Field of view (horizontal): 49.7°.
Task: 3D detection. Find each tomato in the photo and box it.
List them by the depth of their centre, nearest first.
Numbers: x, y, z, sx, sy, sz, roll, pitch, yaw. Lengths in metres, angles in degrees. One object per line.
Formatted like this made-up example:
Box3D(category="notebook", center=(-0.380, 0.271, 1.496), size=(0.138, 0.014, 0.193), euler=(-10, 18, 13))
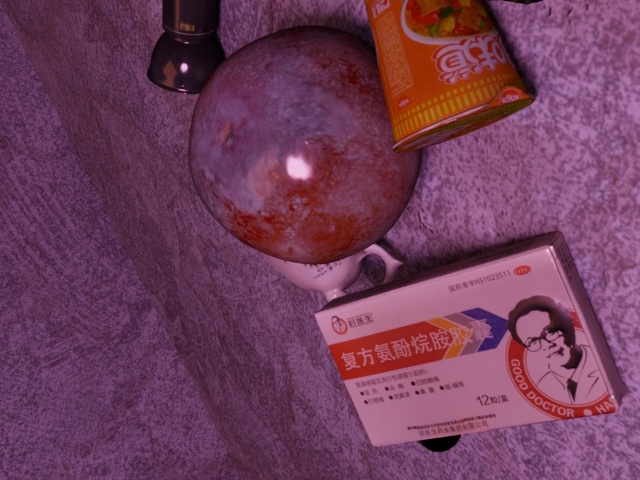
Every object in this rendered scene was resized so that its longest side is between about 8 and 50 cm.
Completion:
Box3D(category="tomato", center=(-0.019, -0.125, 0.926), size=(0.317, 0.283, 0.316), euler=(2, 93, 37))

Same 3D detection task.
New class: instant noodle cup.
Box3D(category="instant noodle cup", center=(0.128, -0.211, 0.765), size=(0.168, 0.168, 0.185), euler=(-22, 87, 62))

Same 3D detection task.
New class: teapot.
Box3D(category="teapot", center=(0.000, 0.000, 1.140), size=(0.300, 0.166, 0.208), euler=(35, 175, 24))

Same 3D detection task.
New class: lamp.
Box3D(category="lamp", center=(-0.235, -0.400, 1.237), size=(0.172, 0.147, 0.227), euler=(-112, 26, -47))

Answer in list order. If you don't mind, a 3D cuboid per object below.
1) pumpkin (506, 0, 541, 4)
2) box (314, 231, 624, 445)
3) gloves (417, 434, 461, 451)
Box3D(category="pumpkin", center=(0.142, -0.331, 0.514), size=(0.225, 0.303, 0.256), euler=(119, 143, -50))
Box3D(category="box", center=(0.180, 0.142, 0.905), size=(0.353, 0.069, 0.214), euler=(-20, 97, 33))
Box3D(category="gloves", center=(0.141, 0.265, 1.165), size=(0.107, 0.135, 0.268), euler=(50, 174, -32))
